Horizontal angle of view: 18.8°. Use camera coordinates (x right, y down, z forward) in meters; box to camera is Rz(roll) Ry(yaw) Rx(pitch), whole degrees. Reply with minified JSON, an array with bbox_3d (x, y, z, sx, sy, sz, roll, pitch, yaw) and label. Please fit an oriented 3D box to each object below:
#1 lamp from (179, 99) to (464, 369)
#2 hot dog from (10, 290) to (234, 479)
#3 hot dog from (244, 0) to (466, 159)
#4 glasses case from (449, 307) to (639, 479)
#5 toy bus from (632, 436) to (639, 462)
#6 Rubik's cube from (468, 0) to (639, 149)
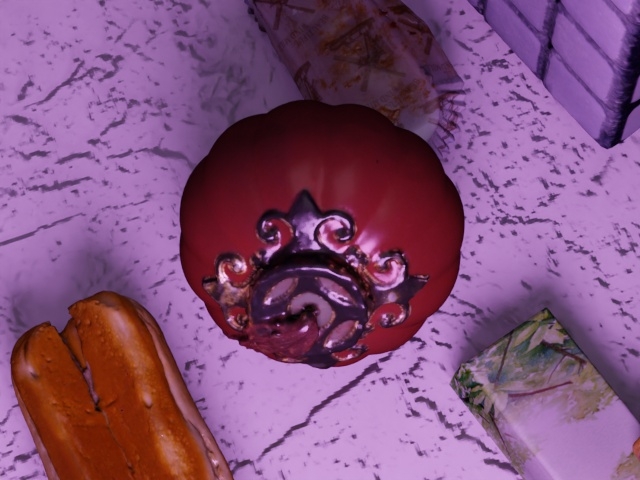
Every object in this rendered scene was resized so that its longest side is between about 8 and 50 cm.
[{"bbox_3d":[0.000,0.000,1.510,0.227,0.227,0.226,0,72,1],"label":"lamp"},{"bbox_3d":[-0.133,0.202,1.512,0.135,0.100,0.337,-28,73,1],"label":"hot dog"},{"bbox_3d":[0.025,-0.159,1.644,0.131,0.069,0.252,-35,72,0],"label":"hot dog"},{"bbox_3d":[0.222,0.190,1.528,0.095,0.062,0.272,-31,74,-22],"label":"glasses case"},{"bbox_3d":[0.340,0.137,1.501,0.182,0.103,0.091,-27,70,-31],"label":"toy bus"},{"bbox_3d":[0.261,-0.342,1.553,0.337,0.343,0.344,-36,74,-10],"label":"Rubik's cube"}]
